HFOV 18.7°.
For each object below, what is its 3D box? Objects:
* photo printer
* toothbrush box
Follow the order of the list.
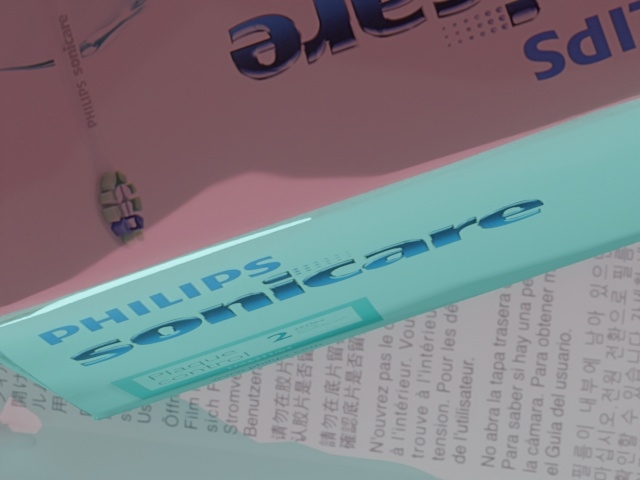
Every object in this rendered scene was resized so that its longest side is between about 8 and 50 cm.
[{"bbox_3d":[0.000,0.000,0.626,0.307,0.107,0.256,5,94,13],"label":"photo printer"},{"bbox_3d":[-0.014,-0.129,0.515,0.216,0.126,0.295,-20,72,5],"label":"toothbrush box"}]
